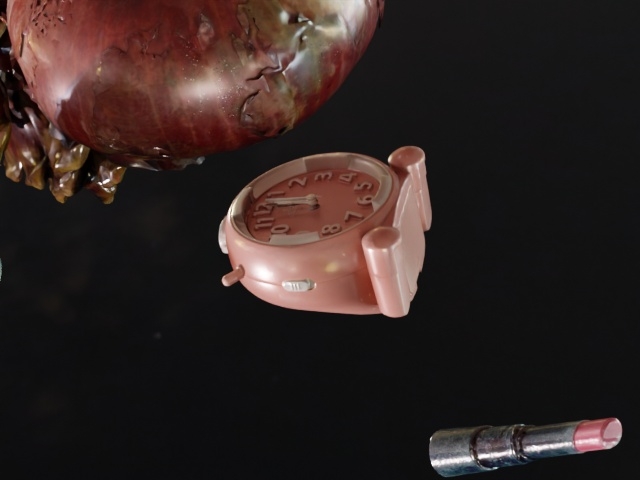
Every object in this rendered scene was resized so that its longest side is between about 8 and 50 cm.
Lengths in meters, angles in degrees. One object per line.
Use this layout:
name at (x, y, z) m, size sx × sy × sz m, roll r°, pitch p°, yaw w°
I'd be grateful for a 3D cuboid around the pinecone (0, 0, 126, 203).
pinecone at (-0.255, -0.195, 1.346) m, size 0.384 × 0.384 × 0.384 m, roll -3°, pitch -143°, yaw 2°

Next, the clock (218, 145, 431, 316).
clock at (0.000, 0.000, 1.634) m, size 0.241 × 0.142 × 0.227 m, roll -1°, pitch -145°, yaw 15°

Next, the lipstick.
lipstick at (0.219, 0.213, 1.465) m, size 0.234 × 0.053 × 0.053 m, roll -17°, pitch -159°, yaw 44°

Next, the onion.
onion at (-0.062, -0.126, 0.635) m, size 0.184 × 0.147 × 0.184 m, roll -5°, pitch -143°, yaw 3°
